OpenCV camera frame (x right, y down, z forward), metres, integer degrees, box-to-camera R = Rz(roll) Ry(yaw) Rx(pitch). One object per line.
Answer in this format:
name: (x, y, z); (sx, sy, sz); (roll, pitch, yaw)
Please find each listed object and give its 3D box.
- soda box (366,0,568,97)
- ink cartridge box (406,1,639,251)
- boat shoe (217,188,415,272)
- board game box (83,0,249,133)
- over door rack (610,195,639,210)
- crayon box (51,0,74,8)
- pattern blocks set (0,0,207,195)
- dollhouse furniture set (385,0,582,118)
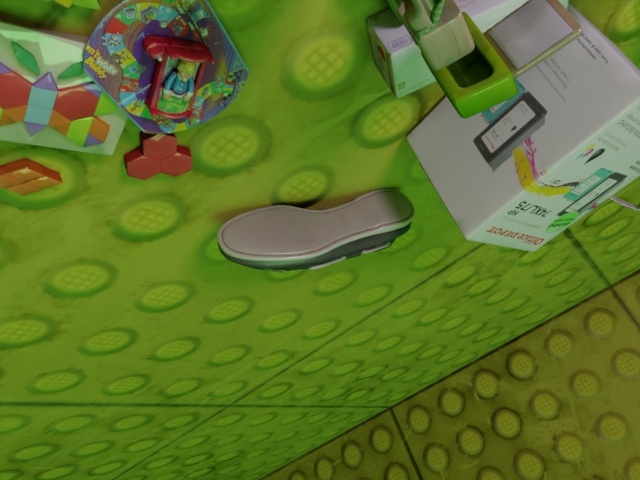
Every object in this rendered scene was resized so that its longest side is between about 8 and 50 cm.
soda box: (0.166, -0.249, 0.619); (0.216, 0.069, 0.074); (-24, 150, 2)
ink cartridge box: (0.304, -0.144, 0.753); (0.198, 0.197, 0.270); (8, 138, -42)
boat shoe: (0.000, 0.000, 0.863); (0.335, 0.112, 0.095); (-12, 144, -25)
board game box: (-0.142, -0.160, 0.537); (0.133, 0.033, 0.168); (-31, 150, 2)
over door rack: (0.660, -0.185, 0.928); (0.324, 0.108, 0.239); (-47, 177, 34)
crayon box: (-0.228, -0.287, 0.266); (0.202, 0.081, 0.319); (-37, 147, 23)
pattern blocks set: (-0.271, -0.141, 0.528); (0.325, 0.026, 0.285); (-7, 146, -26)
dollhouse furniture set: (0.097, -0.264, 0.415); (0.151, 0.197, 0.301); (-32, 150, 17)
